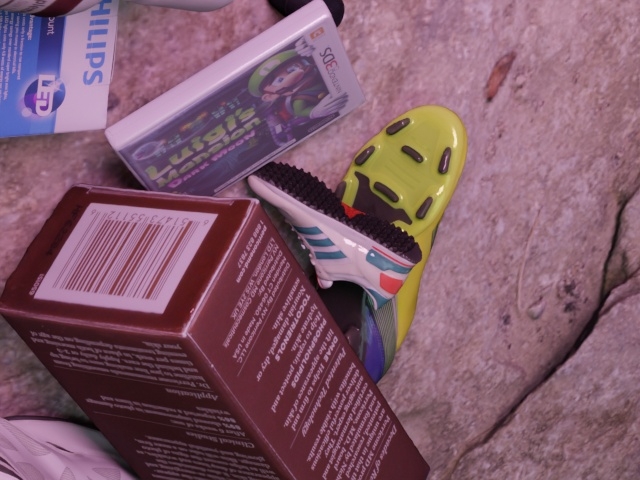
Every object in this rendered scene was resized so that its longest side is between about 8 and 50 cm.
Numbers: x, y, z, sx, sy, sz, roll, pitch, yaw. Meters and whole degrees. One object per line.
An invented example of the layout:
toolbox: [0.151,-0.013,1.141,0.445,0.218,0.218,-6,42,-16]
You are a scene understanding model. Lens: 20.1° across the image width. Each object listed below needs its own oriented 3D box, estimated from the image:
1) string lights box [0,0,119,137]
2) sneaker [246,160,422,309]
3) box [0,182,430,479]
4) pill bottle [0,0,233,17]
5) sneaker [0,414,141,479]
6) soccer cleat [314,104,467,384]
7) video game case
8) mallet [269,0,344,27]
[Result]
string lights box: [-0.276,-0.141,1.271,0.259,0.077,0.133,-7,125,-27]
sneaker: [0.000,0.000,1.502,0.161,0.057,0.075,30,116,3]
box: [-0.073,0.126,1.481,0.143,0.191,0.381,-62,141,-31]
pill bottle: [-0.228,-0.258,1.115,0.392,0.224,0.224,4,120,-33]
sneaker: [-0.235,0.249,1.446,0.169,0.257,0.447,-48,133,4]
soccer cleat: [0.057,0.009,1.588,0.121,0.093,0.289,-15,131,-61]
video game case: [-0.061,-0.097,1.408,0.190,0.022,0.173,-32,159,0]
mallet: [0.026,-0.249,1.409,0.039,0.062,0.190,33,86,-48]
